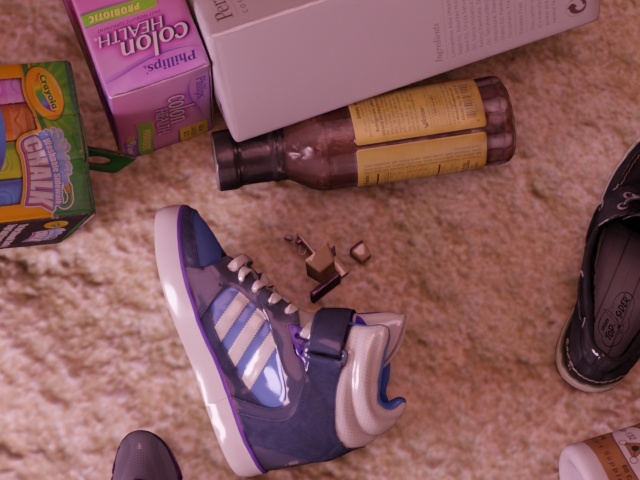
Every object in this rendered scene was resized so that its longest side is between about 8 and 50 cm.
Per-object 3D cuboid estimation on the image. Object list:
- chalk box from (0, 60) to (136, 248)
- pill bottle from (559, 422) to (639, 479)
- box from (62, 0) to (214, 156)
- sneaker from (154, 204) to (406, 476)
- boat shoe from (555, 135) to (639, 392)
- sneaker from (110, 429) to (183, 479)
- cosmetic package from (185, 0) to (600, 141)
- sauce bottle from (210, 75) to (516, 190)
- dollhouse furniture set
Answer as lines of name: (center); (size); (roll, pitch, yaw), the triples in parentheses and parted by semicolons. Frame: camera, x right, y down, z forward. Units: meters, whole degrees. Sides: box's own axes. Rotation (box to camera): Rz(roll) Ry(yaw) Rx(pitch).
chalk box: (-0.354, -0.089, 1.748); (0.289, 0.180, 0.179); (-8, 83, -24)
pill bottle: (0.389, 0.256, 1.742); (0.229, 0.131, 0.131); (-16, 76, -8)
box: (-0.218, -0.247, 1.808); (0.117, 0.213, 0.243); (-21, 77, -8)
sneaker: (-0.028, 0.083, 1.748); (0.236, 0.130, 0.322); (-19, 85, 8)
boat shoe: (0.364, 0.007, 1.819); (0.127, 0.113, 0.340); (28, 75, 5)
sneaker: (-0.183, 0.310, 1.716); (0.083, 0.098, 0.223); (-5, 75, -4)
cosmetic package: (0.067, -0.305, 1.824); (0.453, 0.161, 0.230); (-20, 47, -8)
sauce bottle: (0.047, -0.118, 1.839); (0.345, 0.111, 0.111); (-7, 75, -6)
dollhouse furniture set: (0.000, 0.000, 1.804); (0.091, 0.114, 0.081); (-38, 75, -9)
